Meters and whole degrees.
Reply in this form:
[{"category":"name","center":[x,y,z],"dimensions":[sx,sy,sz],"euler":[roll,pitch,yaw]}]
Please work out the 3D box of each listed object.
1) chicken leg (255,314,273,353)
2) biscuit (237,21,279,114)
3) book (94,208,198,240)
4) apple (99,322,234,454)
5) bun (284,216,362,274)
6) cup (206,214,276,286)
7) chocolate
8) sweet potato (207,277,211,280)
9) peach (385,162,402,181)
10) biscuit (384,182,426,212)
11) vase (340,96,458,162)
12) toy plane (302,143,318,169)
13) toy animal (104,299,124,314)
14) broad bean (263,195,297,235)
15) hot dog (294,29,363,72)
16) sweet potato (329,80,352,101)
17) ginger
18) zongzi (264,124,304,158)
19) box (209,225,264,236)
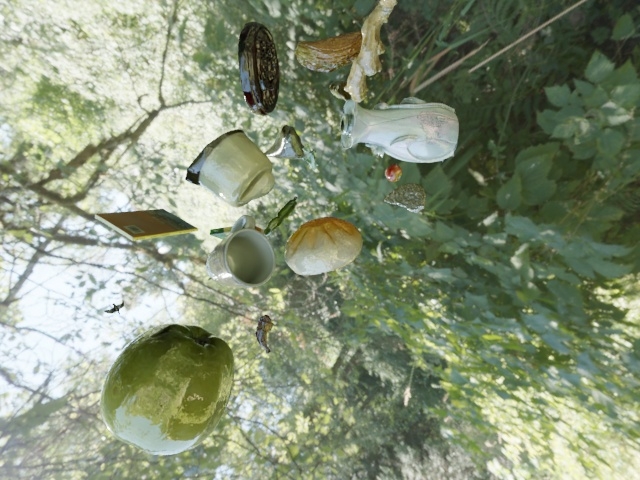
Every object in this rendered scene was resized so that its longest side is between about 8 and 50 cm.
[{"category":"chicken leg","center":[-0.194,0.323,1.414],"dimensions":[0.062,0.145,0.037],"euler":[4,-169,-24]},{"category":"biscuit","center":[-0.272,-0.789,1.903],"dimensions":[0.091,0.407,0.407],"euler":[1,174,10]},{"category":"book","center":[-0.794,-0.081,1.904],"dimensions":[0.262,0.028,0.374],"euler":[25,-162,24]},{"category":"apple","center":[-0.550,0.531,1.518],"dimensions":[0.473,0.474,0.473],"euler":[40,-179,-1]},{"category":"bun","center":[0.000,0.000,1.514],"dimensions":[0.299,0.299,0.165],"euler":[-135,29,-73]},{"category":"cup","center":[-0.342,0.048,1.652],"dimensions":[0.227,0.301,0.257],"euler":[19,158,-40]},{"category":"chocolate","center":[-0.379,-0.291,1.846],"dimensions":[0.297,0.326,0.314],"euler":[51,-164,5]},{"category":"sweet potato","center":[-0.501,0.169,1.995],"dimensions":[0.049,0.049,0.117],"euler":[41,-136,20]},{"category":"peach","center":[0.368,-0.347,2.103],"dimensions":[0.098,0.061,0.098],"euler":[31,131,45]},{"category":"biscuit","center":[0.442,-0.224,2.059],"dimensions":[0.038,0.141,0.290],"euler":[27,-178,-33]},{"category":"vase","center":[0.298,-0.431,1.589],"dimensions":[0.445,0.250,0.250],"euler":[2,-168,-14]},{"category":"toy plane","center":[-0.029,-0.261,1.287],"dimensions":[0.083,0.033,0.080],"euler":[64,-147,-23]},{"category":"toy animal","center":[-0.813,0.275,1.631],"dimensions":[0.028,0.084,0.050],"euler":[7,122,35]},{"category":"broad bean","center":[-0.161,-0.101,1.709],"dimensions":[0.048,0.213,0.070],"euler":[44,165,-10]},{"category":"hot dog","center":[0.041,-0.729,1.594],"dimensions":[0.196,0.272,0.122],"euler":[-133,29,-76]},{"category":"sweet potato","center":[0.106,-0.604,1.670],"dimensions":[0.077,0.077,0.244],"euler":[39,-171,-34]},{"category":"ginger","center":[0.136,-0.504,1.079],"dimensions":[0.089,0.288,0.075],"euler":[17,-145,-7]},{"category":"zongzi","center":[-0.217,-0.504,2.111],"dimensions":[0.242,0.112,0.221],"euler":[3,157,13]},{"category":"box","center":[-0.385,-0.035,1.919],"dimensions":[0.235,0.034,0.132],"euler":[-6,163,26]}]
